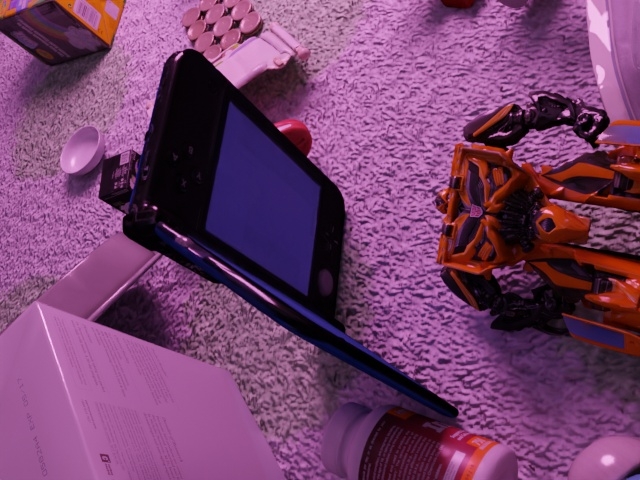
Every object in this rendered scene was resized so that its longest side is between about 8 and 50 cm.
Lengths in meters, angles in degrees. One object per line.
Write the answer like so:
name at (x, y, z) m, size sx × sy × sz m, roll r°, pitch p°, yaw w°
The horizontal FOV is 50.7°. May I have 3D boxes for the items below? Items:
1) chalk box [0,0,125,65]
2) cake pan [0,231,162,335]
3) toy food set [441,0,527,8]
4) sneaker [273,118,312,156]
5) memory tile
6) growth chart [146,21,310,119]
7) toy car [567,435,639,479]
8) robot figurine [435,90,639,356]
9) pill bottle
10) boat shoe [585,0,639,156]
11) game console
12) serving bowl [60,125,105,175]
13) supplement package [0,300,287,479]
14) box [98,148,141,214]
chalk box at (-0.467, -0.403, 1.175) m, size 0.213 × 0.132 × 0.132 m, roll -3°, pitch 66°, yaw 30°
cake pan at (-0.298, 0.096, 0.755) m, size 0.293 × 0.054 × 0.293 m, roll -43°, pitch 9°, yaw 8°
toy food set at (0.166, -0.335, 0.749) m, size 0.232 × 0.111 × 0.105 m, roll 22°, pitch 81°, yaw 41°
sneaker at (-0.118, -0.118, 0.843) m, size 0.221 × 0.087 × 0.128 m, roll -27°, pitch 57°, yaw 18°
memory tile at (-0.150, -0.327, 1.012) m, size 0.113 × 0.012 × 0.148 m, roll -37°, pitch 53°, yaw 12°
growth chart at (-0.134, -0.216, 0.903) m, size 0.237 × 0.021 × 0.172 m, roll -32°, pitch 36°, yaw 6°
toy car at (0.198, 0.222, 0.439) m, size 0.182 × 0.136 × 0.159 m, roll -44°, pitch 51°, yaw 7°
robot figurine at (0.216, -0.011, 0.537) m, size 0.291 × 0.085 × 0.211 m, roll 13°, pitch 100°, yaw 36°
pill bottle at (0.079, 0.189, 0.565) m, size 0.152 × 0.086 × 0.086 m, roll 12°, pitch 74°, yaw 36°
boat shoe at (0.292, -0.159, 0.603) m, size 0.081 × 0.079 × 0.228 m, roll -15°, pitch 57°, yaw 31°
game console at (0.000, 0.000, 0.576) m, size 0.173 × 0.293 × 0.250 m, roll -6°, pitch 64°, yaw 29°
serving bowl at (-0.362, -0.135, 1.042) m, size 0.083 × 0.027 × 0.083 m, roll -14°, pitch 61°, yaw 27°
supplement package at (-0.189, 0.223, 0.605) m, size 0.198 × 0.262 × 0.199 m, roll -43°, pitch 52°, yaw 8°
box at (-0.244, -0.071, 0.900) m, size 0.052 × 0.083 × 0.062 m, roll -15°, pitch 60°, yaw 25°
